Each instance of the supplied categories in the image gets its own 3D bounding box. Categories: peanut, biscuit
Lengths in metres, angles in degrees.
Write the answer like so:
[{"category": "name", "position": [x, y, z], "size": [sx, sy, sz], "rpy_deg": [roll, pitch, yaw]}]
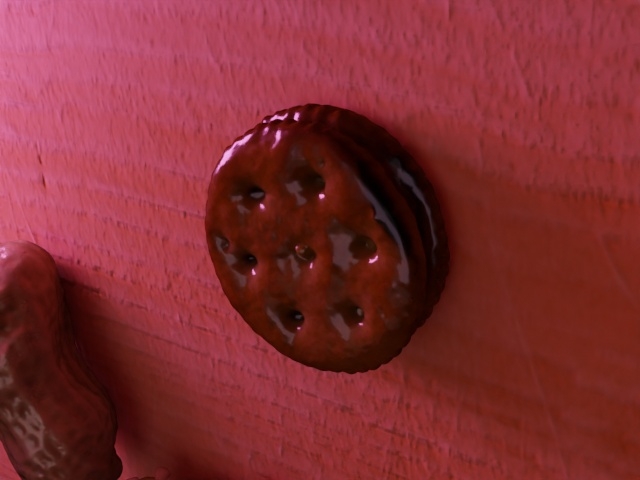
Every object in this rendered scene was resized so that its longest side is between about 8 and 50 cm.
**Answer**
[{"category": "peanut", "position": [-0.321, 0.147, 1.098], "size": [0.159, 0.143, 0.291], "rpy_deg": [-15, 104, 18]}, {"category": "biscuit", "position": [0.000, 0.000, 0.813], "size": [0.220, 0.066, 0.220], "rpy_deg": [18, 122, 31]}]

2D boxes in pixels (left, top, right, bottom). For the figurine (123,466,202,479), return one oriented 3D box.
[{"category": "figurine", "position": [-0.141, 0.307, 1.061], "size": [0.155, 0.127, 0.235], "rpy_deg": [48, 129, 22]}]
